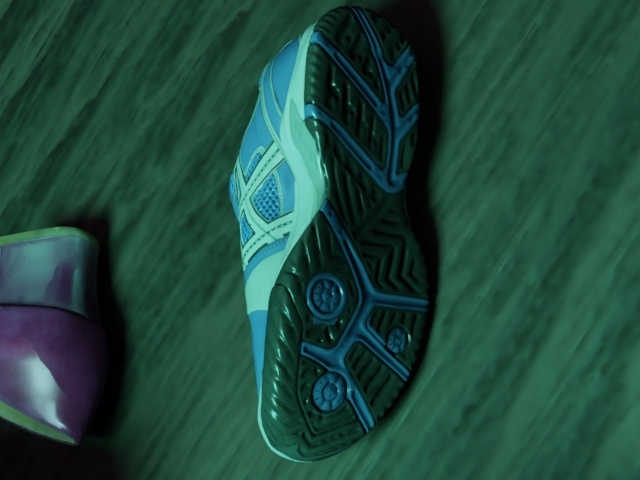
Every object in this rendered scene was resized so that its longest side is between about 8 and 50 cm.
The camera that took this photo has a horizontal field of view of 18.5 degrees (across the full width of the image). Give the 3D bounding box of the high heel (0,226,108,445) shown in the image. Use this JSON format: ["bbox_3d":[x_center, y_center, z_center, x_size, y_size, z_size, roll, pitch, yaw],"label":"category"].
[{"bbox_3d":[-0.221,0.075,1.045,0.244,0.082,0.117,-12,58,17],"label":"high heel"}]

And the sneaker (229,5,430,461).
[{"bbox_3d":[0.000,0.000,0.922,0.081,0.080,0.211,-14,66,57],"label":"sneaker"}]
